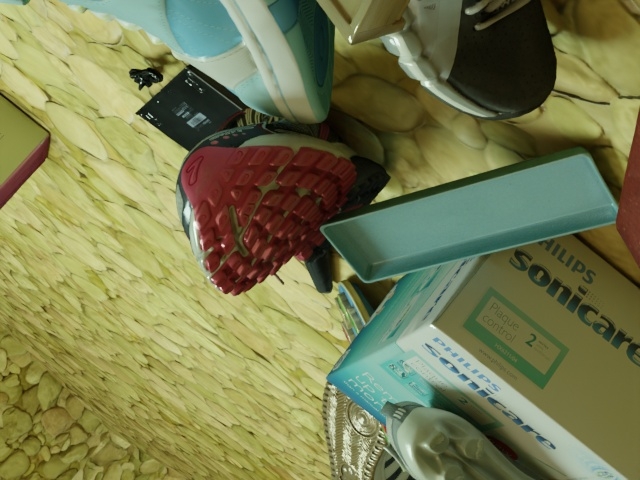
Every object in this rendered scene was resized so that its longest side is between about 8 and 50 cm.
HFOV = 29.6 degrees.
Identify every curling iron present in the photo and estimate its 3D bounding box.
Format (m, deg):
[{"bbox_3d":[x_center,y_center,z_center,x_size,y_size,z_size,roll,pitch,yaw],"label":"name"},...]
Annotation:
[{"bbox_3d":[0.000,0.000,1.113,0.068,0.035,0.274,34,160,12],"label":"curling iron"}]

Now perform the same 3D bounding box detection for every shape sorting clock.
[{"bbox_3d":[0.055,0.137,1.190,0.206,0.040,0.206,157,90,-81],"label":"shape sorting clock"}]

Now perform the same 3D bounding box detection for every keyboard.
[{"bbox_3d":[-0.118,-0.123,1.066,0.108,0.023,0.180,36,161,-14],"label":"keyboard"}]

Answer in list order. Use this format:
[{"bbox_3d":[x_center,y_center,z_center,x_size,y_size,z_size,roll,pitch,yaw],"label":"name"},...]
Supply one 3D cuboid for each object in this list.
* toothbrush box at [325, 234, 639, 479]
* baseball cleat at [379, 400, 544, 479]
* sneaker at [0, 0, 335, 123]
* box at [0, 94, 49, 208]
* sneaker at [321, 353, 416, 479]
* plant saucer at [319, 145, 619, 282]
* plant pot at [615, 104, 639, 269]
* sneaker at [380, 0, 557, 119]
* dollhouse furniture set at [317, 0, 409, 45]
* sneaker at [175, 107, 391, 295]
[{"bbox_3d":[0.155,0.110,0.957,0.216,0.126,0.295,39,160,-3],"label":"toothbrush box"},{"bbox_3d":[0.126,0.187,0.915,0.206,0.072,0.109,49,171,-21],"label":"baseball cleat"},{"bbox_3d":[-0.112,-0.159,0.666,0.208,0.127,0.319,-3,156,14],"label":"sneaker"},{"bbox_3d":[-0.491,-0.111,1.455,0.243,0.213,0.117,39,160,-4],"label":"box"},{"bbox_3d":[0.090,0.224,1.406,0.099,0.153,0.282,24,127,41],"label":"sneaker"},{"bbox_3d":[0.097,-0.016,0.796,0.192,0.018,0.067,-16,134,28],"label":"plant saucer"},{"bbox_3d":[0.237,-0.027,0.334,0.236,0.267,0.267,43,164,25],"label":"plant pot"},{"bbox_3d":[0.075,-0.147,0.574,0.228,0.086,0.132,49,156,-27],"label":"sneaker"},{"bbox_3d":[0.038,-0.204,0.471,0.161,0.101,0.182,57,148,19],"label":"dollhouse furniture set"},{"bbox_3d":[-0.044,-0.041,0.845,0.112,0.121,0.299,42,-172,7],"label":"sneaker"}]
